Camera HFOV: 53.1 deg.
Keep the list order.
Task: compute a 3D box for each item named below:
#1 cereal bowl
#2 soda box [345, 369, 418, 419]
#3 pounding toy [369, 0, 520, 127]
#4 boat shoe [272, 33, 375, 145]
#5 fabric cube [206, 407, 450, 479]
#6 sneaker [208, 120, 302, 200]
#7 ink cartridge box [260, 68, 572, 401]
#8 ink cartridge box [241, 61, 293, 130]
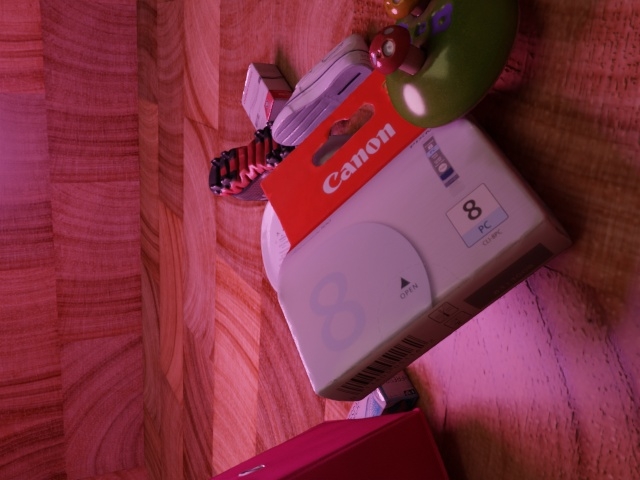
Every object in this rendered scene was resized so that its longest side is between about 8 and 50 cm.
[{"bbox_3d":[0.000,0.000,1.007,0.339,0.141,0.339,14,105,62],"label":"cereal bowl"},{"bbox_3d":[0.083,0.272,0.974,0.063,0.058,0.183,60,145,41],"label":"soda box"},{"bbox_3d":[0.122,-0.242,0.676,0.237,0.110,0.183,-50,39,33],"label":"pounding toy"},{"bbox_3d":[0.004,-0.235,1.021,0.226,0.083,0.075,-32,50,38],"label":"boat shoe"},{"bbox_3d":[0.012,0.391,0.835,0.254,0.258,0.259,-32,77,54],"label":"fabric cube"},{"bbox_3d":[-0.083,-0.145,1.201,0.276,0.135,0.097,-23,59,39],"label":"sneaker"},{"bbox_3d":[0.060,-0.051,0.779,0.308,0.091,0.385,-42,52,21],"label":"ink cartridge box"},{"bbox_3d":[-0.101,-0.271,1.254,0.135,0.056,0.099,62,145,38],"label":"ink cartridge box"}]
